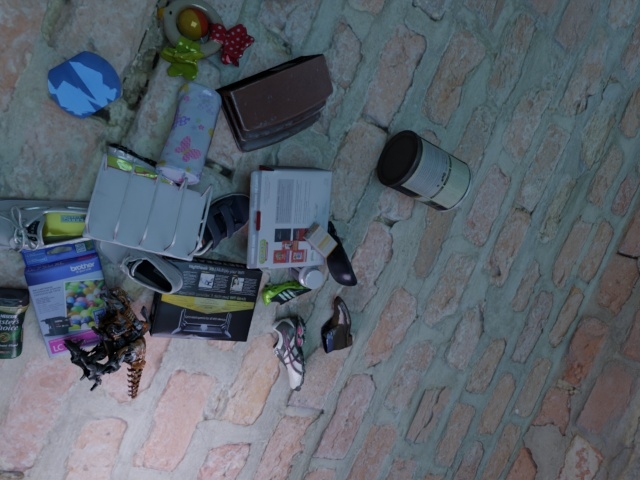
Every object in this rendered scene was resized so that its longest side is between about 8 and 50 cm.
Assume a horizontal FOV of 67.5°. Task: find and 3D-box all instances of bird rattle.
[{"bbox_3d":[-0.318,-0.556,1.287,0.253,0.143,0.207,-32,100,-19],"label":"bird rattle"}]

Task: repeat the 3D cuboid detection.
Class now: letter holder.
[{"bbox_3d":[-0.119,-0.393,1.418,0.301,0.152,0.215,-28,117,-18],"label":"letter holder"}]

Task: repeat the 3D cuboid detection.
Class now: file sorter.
[{"bbox_3d":[-0.428,-0.081,1.210,0.277,0.173,0.193,15,75,-23],"label":"file sorter"}]

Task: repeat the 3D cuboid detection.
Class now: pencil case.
[{"bbox_3d":[-0.356,-0.289,1.300,0.124,0.113,0.274,14,76,-13],"label":"pencil case"}]

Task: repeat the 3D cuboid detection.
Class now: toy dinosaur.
[{"bbox_3d":[-0.560,0.298,1.330,0.218,0.164,0.322,-25,95,-40],"label":"toy dinosaur"}]

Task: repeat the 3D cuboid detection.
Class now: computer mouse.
[{"bbox_3d":[0.056,0.068,1.585,0.072,0.272,0.189,-21,116,1],"label":"computer mouse"}]

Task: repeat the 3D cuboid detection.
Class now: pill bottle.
[{"bbox_3d":[-0.049,0.110,1.602,0.078,0.137,0.078,-8,108,-25],"label":"pill bottle"}]

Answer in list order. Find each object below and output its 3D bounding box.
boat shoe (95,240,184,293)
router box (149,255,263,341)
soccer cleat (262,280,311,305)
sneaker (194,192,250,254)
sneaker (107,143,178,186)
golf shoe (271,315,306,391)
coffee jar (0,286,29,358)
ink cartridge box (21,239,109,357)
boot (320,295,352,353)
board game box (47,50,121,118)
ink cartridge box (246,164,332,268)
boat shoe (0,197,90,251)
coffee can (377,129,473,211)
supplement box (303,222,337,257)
[{"bbox_3d":[-0.509,0.066,1.329,0.267,0.088,0.096,37,97,-5],"label":"boat shoe"},{"bbox_3d":[-0.356,0.183,1.496,0.308,0.081,0.243,11,99,-29],"label":"router box"},{"bbox_3d":[-0.113,0.180,1.640,0.178,0.060,0.073,-7,117,-19],"label":"soccer cleat"},{"bbox_3d":[-0.328,-0.038,1.425,0.320,0.127,0.126,-29,114,-19],"label":"sneaker"},{"bbox_3d":[-0.499,-0.182,1.329,0.208,0.081,0.094,27,99,-25],"label":"sneaker"},{"bbox_3d":[-0.111,0.399,1.689,0.120,0.105,0.273,-3,100,-11],"label":"golf shoe"},{"bbox_3d":[-0.829,0.214,1.262,0.096,0.079,0.185,8,100,-29],"label":"coffee jar"},{"bbox_3d":[-0.691,0.156,1.330,0.185,0.065,0.312,-14,108,-24],"label":"ink cartridge box"},{"bbox_3d":[0.052,0.314,1.745,0.106,0.082,0.220,-21,115,-24],"label":"boot"},{"bbox_3d":[-0.606,-0.398,1.232,0.168,0.033,0.133,-40,113,-18],"label":"board game box"},{"bbox_3d":[-0.119,-0.078,1.515,0.271,0.130,0.310,-2,105,-29],"label":"ink cartridge box"},{"bbox_3d":[-0.721,-0.029,1.203,0.366,0.156,0.136,-3,105,-27],"label":"boat shoe"},{"bbox_3d":[0.367,-0.237,1.681,0.275,0.201,0.202,20,94,-30],"label":"coffee can"},{"bbox_3d":[0.000,0.000,1.504,0.062,0.036,0.098,-50,123,-10],"label":"supplement box"}]
